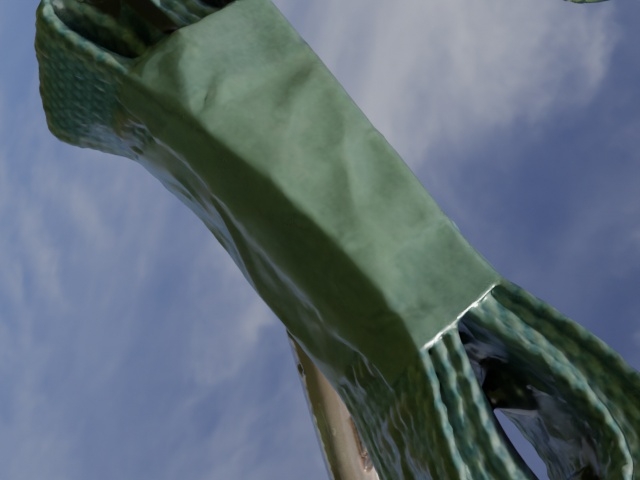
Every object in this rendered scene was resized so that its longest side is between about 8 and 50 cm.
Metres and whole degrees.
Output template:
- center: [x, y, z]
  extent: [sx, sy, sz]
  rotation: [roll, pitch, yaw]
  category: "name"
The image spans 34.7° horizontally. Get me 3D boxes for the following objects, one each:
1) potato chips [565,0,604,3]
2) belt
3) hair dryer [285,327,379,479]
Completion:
- center: [0.278, -0.302, 0.856]
  extent: [0.358, 0.429, 0.070]
  rotation: [97, -8, -72]
  category: "potato chips"
- center: [0.000, 0.000, 0.358]
  extent: [0.302, 0.087, 0.072]
  rotation: [48, -19, 15]
  category: "belt"
- center: [0.029, 0.092, 0.573]
  extent: [0.053, 0.195, 0.220]
  rotation: [24, -57, 52]
  category: "hair dryer"
